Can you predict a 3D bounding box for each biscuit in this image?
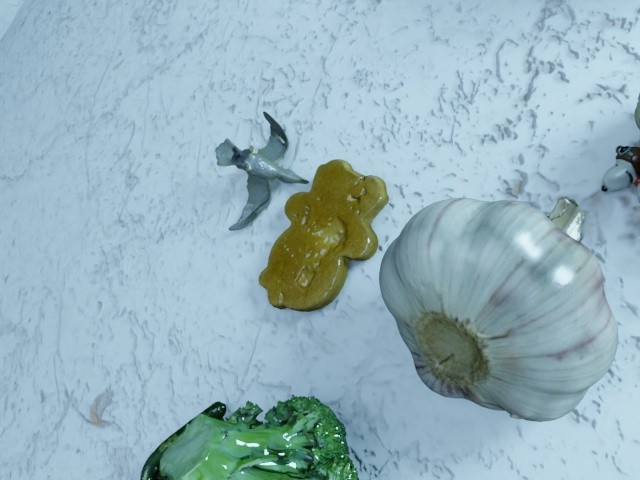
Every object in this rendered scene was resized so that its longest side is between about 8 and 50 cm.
[{"bbox_3d":[0.002,0.001,0.804,0.184,0.035,0.248,31,94,39],"label":"biscuit"}]

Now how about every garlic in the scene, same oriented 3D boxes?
[{"bbox_3d":[0.206,0.039,0.575,0.245,0.245,0.253,27,55,38],"label":"garlic"}]

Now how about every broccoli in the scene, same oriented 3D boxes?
[{"bbox_3d":[-0.072,0.312,0.644,0.262,0.241,0.269,-7,40,54],"label":"broccoli"}]

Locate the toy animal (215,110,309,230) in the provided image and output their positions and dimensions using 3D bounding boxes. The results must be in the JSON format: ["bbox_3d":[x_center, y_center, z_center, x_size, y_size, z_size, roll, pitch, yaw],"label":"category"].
[{"bbox_3d":[-0.097,-0.114,0.877,0.155,0.095,0.219,18,87,42],"label":"toy animal"}]

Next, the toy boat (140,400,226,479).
[{"bbox_3d":[-0.202,0.336,0.827,0.210,0.052,0.104,-38,59,19],"label":"toy boat"}]

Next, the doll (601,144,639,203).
[{"bbox_3d":[0.348,-0.066,0.578,0.085,0.040,0.058,41,113,41],"label":"doll"}]

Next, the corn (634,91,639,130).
[{"bbox_3d":[0.437,-0.083,0.463,0.305,0.123,0.122,37,124,37],"label":"corn"}]
